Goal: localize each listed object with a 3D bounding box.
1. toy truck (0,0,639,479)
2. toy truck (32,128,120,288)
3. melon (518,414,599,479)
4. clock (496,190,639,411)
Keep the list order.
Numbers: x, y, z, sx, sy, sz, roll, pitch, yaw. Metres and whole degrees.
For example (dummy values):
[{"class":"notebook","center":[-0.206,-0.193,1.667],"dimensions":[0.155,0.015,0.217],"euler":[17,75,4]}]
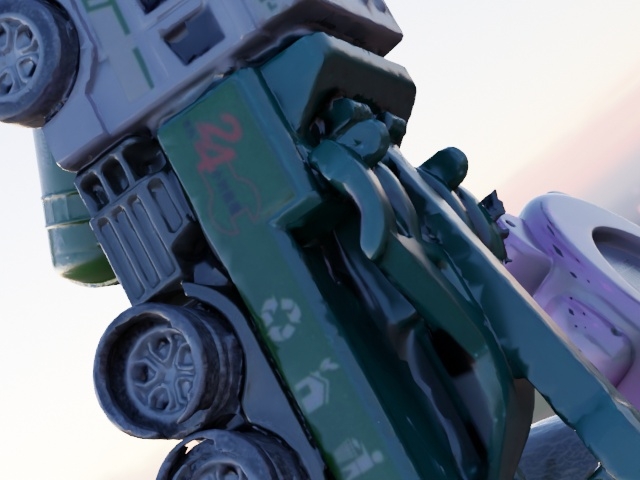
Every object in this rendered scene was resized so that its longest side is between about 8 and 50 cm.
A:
[{"class":"toy truck","center":[-0.007,0.003,0.871],"dimensions":[0.178,0.363,0.176],"euler":[-38,-20,17]},{"class":"toy truck","center":[-0.126,-0.094,1.218],"dimensions":[0.125,0.242,0.101],"euler":[-7,1,37]},{"class":"melon","center":[0.207,0.286,1.748],"dimensions":[0.329,0.248,0.248],"euler":[-25,-1,12]},{"class":"clock","center":[0.226,0.064,1.380],"dimensions":[0.090,0.248,0.227],"euler":[-57,-14,20]}]
